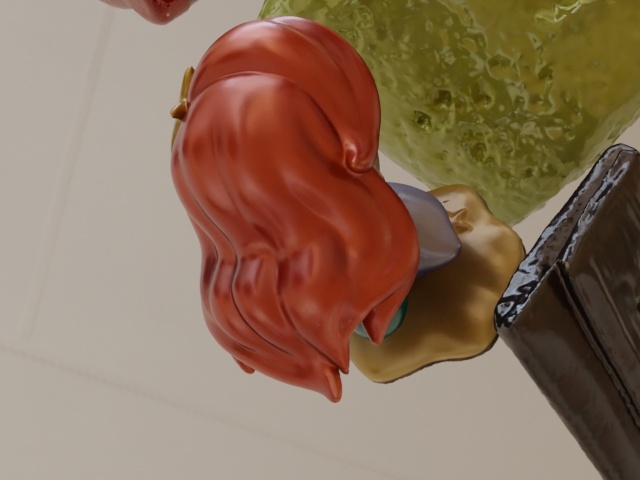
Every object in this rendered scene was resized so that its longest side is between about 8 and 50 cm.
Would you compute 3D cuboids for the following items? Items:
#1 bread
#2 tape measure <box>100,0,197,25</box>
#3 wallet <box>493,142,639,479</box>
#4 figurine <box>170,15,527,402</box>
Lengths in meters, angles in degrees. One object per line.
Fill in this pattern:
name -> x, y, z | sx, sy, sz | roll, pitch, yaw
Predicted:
bread -> 0.137, -0.191, 1.239 | 0.308, 0.348, 0.348 | 49, -126, -2
tape measure -> -0.200, -0.334, 1.353 | 0.114, 0.260, 0.253 | -40, -47, -19
wallet -> 0.221, 0.071, 1.036 | 0.182, 0.049, 0.229 | -52, -57, -26
figurine -> 0.008, -0.004, 0.951 | 0.257, 0.181, 0.208 | 34, -92, -49
